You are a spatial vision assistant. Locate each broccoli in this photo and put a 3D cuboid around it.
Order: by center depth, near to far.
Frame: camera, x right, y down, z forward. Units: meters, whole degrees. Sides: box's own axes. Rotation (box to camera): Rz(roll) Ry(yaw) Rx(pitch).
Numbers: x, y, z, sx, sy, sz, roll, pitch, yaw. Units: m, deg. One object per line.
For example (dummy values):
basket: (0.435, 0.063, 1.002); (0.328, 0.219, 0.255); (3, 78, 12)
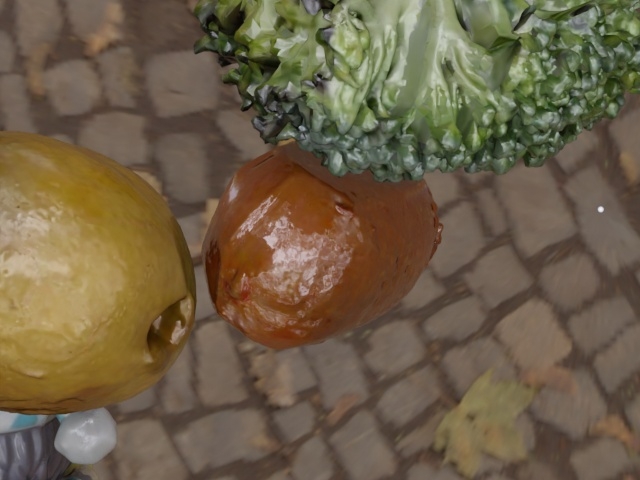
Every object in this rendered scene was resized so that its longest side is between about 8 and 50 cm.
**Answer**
broccoli: (0.078, -0.167, 1.446); (0.334, 0.324, 0.272); (-3, 83, -12)

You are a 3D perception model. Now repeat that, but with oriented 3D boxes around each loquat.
loquat: (-0.200, 0.025, 1.333); (0.238, 0.238, 0.193); (24, 102, 7)

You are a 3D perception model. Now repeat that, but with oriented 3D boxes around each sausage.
sausage: (0.001, -0.001, 1.568); (0.153, 0.268, 0.141); (31, 108, 15)

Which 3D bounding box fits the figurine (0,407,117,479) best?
figurine: (-0.316, 0.155, 1.711); (0.266, 0.361, 0.377); (-19, 126, -19)
